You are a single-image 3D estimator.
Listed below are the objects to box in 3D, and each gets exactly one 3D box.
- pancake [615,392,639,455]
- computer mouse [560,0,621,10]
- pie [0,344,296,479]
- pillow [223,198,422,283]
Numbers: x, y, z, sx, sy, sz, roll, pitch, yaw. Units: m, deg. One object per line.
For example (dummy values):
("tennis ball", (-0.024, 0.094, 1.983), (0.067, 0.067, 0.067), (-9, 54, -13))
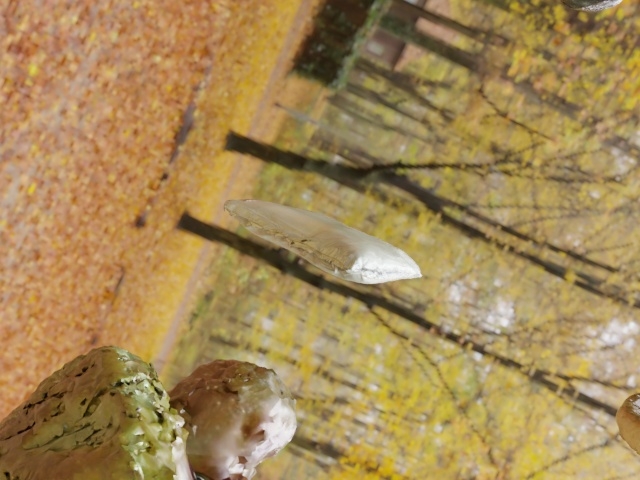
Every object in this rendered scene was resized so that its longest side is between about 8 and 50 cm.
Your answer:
("pancake", (0.628, 0.320, 1.526), (0.356, 0.356, 0.065), (-72, 173, -70))
("computer mouse", (0.283, -0.266, 0.945), (0.135, 0.079, 0.047), (-29, -166, 27))
("pie", (-0.190, 0.265, 0.582), (0.395, 0.180, 0.418), (-40, -162, 24))
("pillow", (0.000, 0.000, 1.153), (0.128, 0.229, 0.050), (8, 102, -50))
